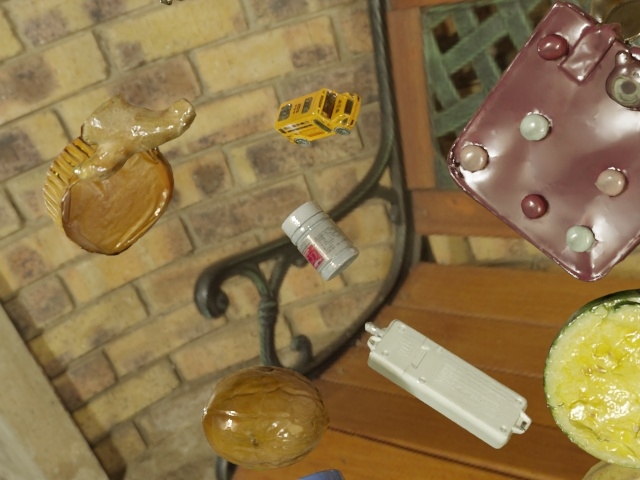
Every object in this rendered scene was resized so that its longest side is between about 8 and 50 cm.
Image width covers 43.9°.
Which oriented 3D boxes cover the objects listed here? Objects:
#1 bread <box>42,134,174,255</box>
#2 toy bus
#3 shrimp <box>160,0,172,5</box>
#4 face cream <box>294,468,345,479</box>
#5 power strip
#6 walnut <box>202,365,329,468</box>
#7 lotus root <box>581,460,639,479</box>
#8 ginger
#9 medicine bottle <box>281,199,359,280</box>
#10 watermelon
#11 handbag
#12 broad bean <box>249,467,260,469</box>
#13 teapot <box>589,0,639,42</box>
[{"bbox_3d":[-0.333,-0.080,1.241,0.199,0.199,0.104,-34,46,-25],"label":"bread"},{"bbox_3d":[-0.005,-0.219,1.387,0.162,0.074,0.070,-8,61,48],"label":"toy bus"},{"bbox_3d":[-0.181,-0.383,1.105,0.294,0.154,0.062,-2,70,44],"label":"shrimp"},{"bbox_3d":[-0.020,0.656,1.735,0.249,0.249,0.225,-24,64,-9],"label":"face cream"},{"bbox_3d":[0.219,0.250,1.435,0.338,0.058,0.098,32,61,13],"label":"power strip"},{"bbox_3d":[-0.086,0.282,1.271,0.207,0.167,0.167,5,25,-15],"label":"walnut"},{"bbox_3d":[0.545,0.389,1.339,0.258,0.097,0.110,-42,-6,34],"label":"lotus root"},{"bbox_3d":[-0.136,-0.080,0.556,0.097,0.048,0.030,-30,28,2],"label":"ginger"},{"bbox_3d":[0.000,0.000,1.012,0.058,0.091,0.058,-39,-11,-9],"label":"medicine bottle"},{"bbox_3d":[0.177,0.071,0.440,0.105,0.106,0.062,-10,16,16],"label":"watermelon"},{"bbox_3d":[0.249,-0.090,0.752,0.203,0.216,0.074,41,34,12],"label":"handbag"},{"bbox_3d":[-0.092,0.359,1.486,0.174,0.082,0.124,-32,69,14],"label":"broad bean"},{"bbox_3d":[0.398,-0.312,1.043,0.121,0.076,0.068,-33,47,25],"label":"teapot"}]
